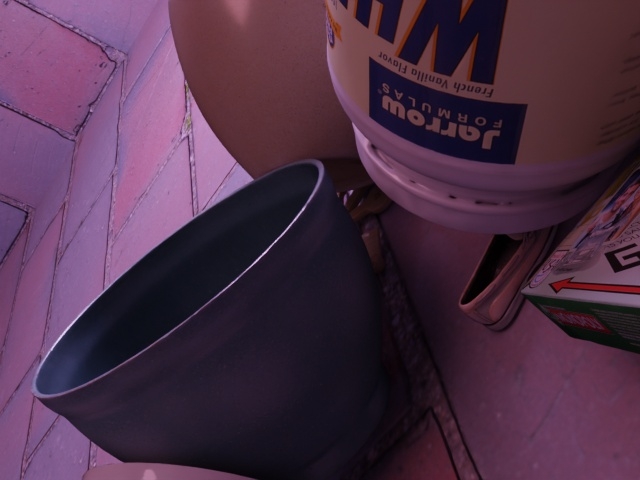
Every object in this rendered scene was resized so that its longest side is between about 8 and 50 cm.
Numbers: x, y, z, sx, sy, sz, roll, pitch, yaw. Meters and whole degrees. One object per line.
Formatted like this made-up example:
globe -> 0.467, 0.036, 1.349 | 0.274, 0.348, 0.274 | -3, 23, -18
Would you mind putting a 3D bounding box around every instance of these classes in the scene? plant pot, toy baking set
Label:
plant pot -> -0.063, 0.096, 0.695 | 0.293, 0.196, 0.293 | -33, 18, 12
plant pot -> -0.003, -0.153, 0.821 | 0.284, 0.284, 0.190 | -22, 71, 54
toy baking set -> -0.002, 0.006, 0.908 | 0.256, 0.030, 0.196 | -7, 55, 52

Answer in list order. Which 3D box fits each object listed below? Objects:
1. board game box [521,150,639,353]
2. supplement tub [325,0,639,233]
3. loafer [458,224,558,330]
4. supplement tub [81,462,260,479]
board game box -> 0.210, -0.038, 0.341 | 0.213, 0.046, 0.317 | -49, 0, -3
supplement tub -> 0.116, -0.178, 0.486 | 0.325, 0.235, 0.235 | 85, -173, -53
loafer -> 0.145, 0.006, 0.625 | 0.045, 0.039, 0.125 | 15, 80, 64
supplement tub -> -0.110, 0.348, 0.567 | 0.241, 0.241, 0.331 | -31, 42, 48
